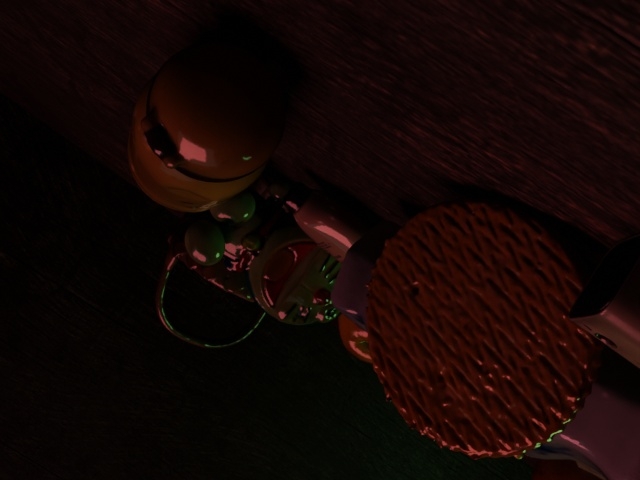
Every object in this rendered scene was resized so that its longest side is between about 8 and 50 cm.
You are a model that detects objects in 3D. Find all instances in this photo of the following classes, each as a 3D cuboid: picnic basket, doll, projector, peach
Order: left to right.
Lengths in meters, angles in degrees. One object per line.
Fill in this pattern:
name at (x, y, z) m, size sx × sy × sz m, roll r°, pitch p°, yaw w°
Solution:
picnic basket at (-0.228, 0.096, 1.628) m, size 0.293 × 0.337 × 0.337 m, roll 27°, pitch 176°, yaw -31°
doll at (-0.058, 0.023, 1.219) m, size 0.322 × 0.198 × 0.186 m, roll 40°, pitch -168°, yaw -10°
peach at (0.128, 0.158, 1.490) m, size 0.190 × 0.192 × 0.190 m, roll 9°, pitch 135°, yaw 9°
projector at (0.263, 0.052, 0.572) m, size 0.082 × 0.083 × 0.083 m, roll 35°, pitch 170°, yaw 3°

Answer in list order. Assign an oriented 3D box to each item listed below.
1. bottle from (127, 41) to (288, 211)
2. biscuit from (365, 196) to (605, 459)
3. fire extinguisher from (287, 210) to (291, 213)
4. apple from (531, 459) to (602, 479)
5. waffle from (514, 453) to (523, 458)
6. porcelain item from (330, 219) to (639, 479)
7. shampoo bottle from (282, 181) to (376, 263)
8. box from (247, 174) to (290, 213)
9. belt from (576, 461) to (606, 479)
bottle at (-0.133, -0.126, 0.838) m, size 0.171 × 0.172 × 0.351 m, roll 38°, pitch 169°, yaw -13°
biscuit at (0.150, 0.082, 0.698) m, size 0.254 × 0.254 × 0.035 m, roll 28°, pitch -166°, yaw 37°
fire extinguisher at (0.000, 0.000, 1.386) m, size 0.157 × 0.045 × 0.078 m, roll 33°, pitch -162°, yaw 8°
apple at (0.496, 0.458, 1.262) m, size 0.253 × 0.254 × 0.253 m, roll 34°, pitch 171°, yaw 6°
waffle at (0.280, 0.202, 1.019) m, size 0.193 × 0.070 × 0.197 m, roll -119°, pitch 23°, yaw -67°
porcelain item at (0.211, 0.122, 0.822) m, size 0.405 × 0.179 × 0.242 m, roll 31°, pitch 171°, yaw 38°
shampoo bottle at (0.052, 0.002, 1.083) m, size 0.256 × 0.078 × 0.127 m, roll 35°, pitch 176°, yaw -15°
box at (-0.163, -0.101, 1.363) m, size 0.164 × 0.069 × 0.256 m, roll 31°, pitch 169°, yaw 27°
belt at (0.415, 0.256, 0.876) m, size 0.230 × 0.140 × 0.126 m, roll 33°, pitch 172°, yaw 32°
